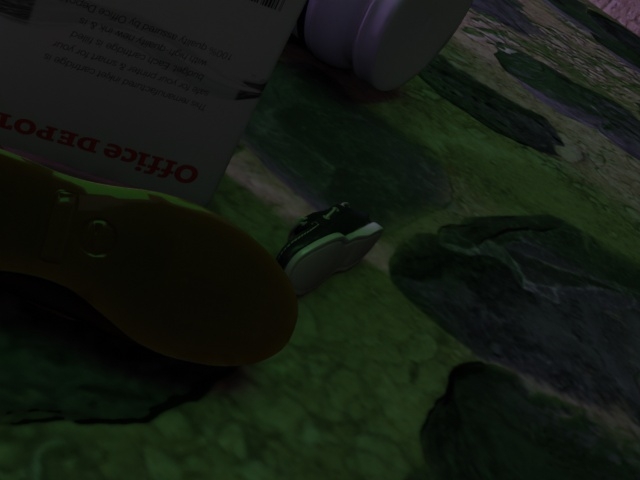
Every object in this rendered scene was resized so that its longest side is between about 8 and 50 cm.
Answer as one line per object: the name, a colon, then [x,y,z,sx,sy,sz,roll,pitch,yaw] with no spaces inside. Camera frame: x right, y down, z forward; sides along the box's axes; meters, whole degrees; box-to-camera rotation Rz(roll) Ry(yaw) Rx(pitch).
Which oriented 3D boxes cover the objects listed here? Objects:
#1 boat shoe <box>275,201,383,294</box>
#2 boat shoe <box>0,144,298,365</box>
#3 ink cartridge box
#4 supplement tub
boat shoe: [0.000,0.000,0.531,0.038,0.046,0.125,40,27,14]
boat shoe: [-0.110,0.003,0.400,0.207,0.073,0.073,26,-11,-21]
ink cartridge box: [-0.103,-0.144,0.482,0.160,0.219,0.092,15,30,-28]
supplement tub: [0.009,-0.298,0.844,0.272,0.191,0.191,41,31,17]
